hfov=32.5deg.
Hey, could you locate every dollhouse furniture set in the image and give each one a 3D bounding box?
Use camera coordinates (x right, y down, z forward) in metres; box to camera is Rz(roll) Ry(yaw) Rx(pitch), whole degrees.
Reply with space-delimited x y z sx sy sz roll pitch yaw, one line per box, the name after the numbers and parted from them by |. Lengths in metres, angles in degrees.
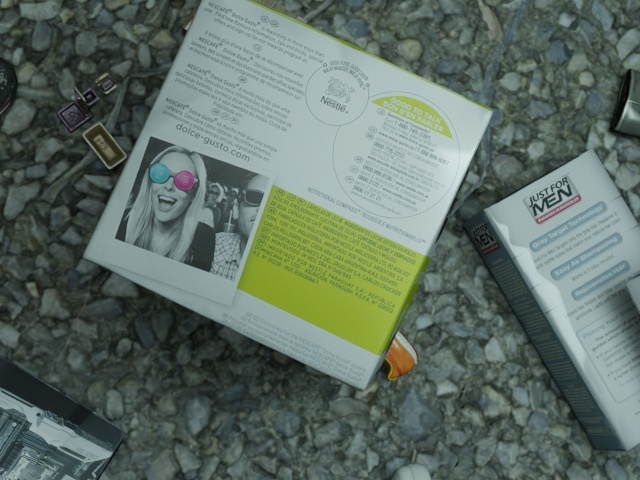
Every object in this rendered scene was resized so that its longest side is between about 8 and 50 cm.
-0.293 -0.166 1.492 0.091 0.081 0.114 -38 87 -12 | dollhouse furniture set

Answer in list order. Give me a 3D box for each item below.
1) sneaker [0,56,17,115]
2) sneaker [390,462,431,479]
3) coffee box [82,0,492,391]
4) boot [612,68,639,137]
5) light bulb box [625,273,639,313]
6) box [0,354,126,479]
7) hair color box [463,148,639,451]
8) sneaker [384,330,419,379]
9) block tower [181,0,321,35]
-0.535 -0.183 1.418 0.281 0.162 0.106 -22 84 -11 | sneaker
0.050 0.429 1.427 0.169 0.108 0.293 10 80 -10 | sneaker
-0.018 -0.056 1.307 0.338 0.337 0.335 25 91 6 | coffee box
0.533 -0.145 1.614 0.208 0.076 0.190 17 64 -12 | boot
0.649 0.043 1.387 0.358 0.361 0.225 -19 81 -48 | light bulb box
-0.423 0.308 1.348 0.242 0.076 0.307 32 59 0 | box
0.381 0.084 1.533 0.185 0.113 0.375 -29 86 -12 | hair color box
0.061 0.116 1.507 0.067 0.064 0.175 -38 85 -3 | sneaker
-0.031 -0.248 1.539 0.335 0.097 0.091 32 77 -1 | block tower
